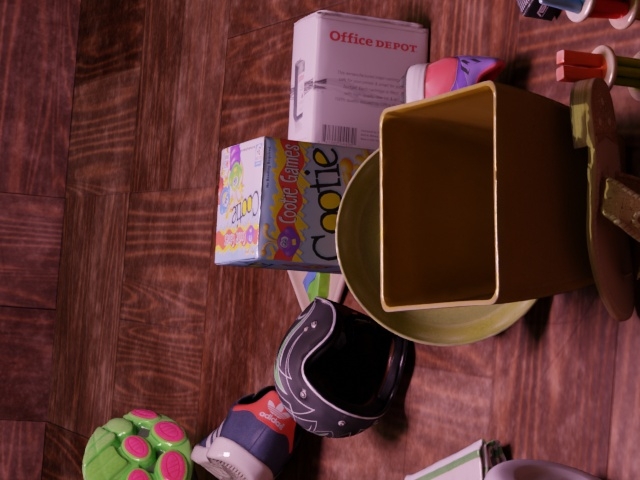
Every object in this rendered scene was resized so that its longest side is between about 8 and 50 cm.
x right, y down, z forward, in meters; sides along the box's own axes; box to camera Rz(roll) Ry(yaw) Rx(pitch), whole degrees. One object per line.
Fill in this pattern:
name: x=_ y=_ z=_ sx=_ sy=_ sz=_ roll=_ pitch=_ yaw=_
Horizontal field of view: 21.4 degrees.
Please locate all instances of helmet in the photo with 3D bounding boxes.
helmet: x=0.019 y=0.166 z=2.137 sx=0.161 sy=0.169 sz=0.169 roll=-67 pitch=24 yaw=0

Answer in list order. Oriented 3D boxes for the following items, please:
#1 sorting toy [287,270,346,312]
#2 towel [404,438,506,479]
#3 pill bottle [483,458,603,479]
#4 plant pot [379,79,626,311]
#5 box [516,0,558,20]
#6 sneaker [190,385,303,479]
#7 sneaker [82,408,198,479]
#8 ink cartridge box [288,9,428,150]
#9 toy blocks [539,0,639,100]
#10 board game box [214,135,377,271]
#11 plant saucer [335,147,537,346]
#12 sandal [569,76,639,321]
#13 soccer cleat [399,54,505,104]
sorting toy: x=0.000 y=0.000 z=2.371 sx=0.193 sy=0.038 sz=0.208 roll=-111 pitch=35 yaw=-47
towel: x=0.159 y=0.408 z=1.918 sx=0.248 sy=0.038 sz=0.325 roll=140 pitch=129 yaw=-60
pill bottle: x=0.206 y=0.361 z=1.673 sx=0.146 sy=0.146 sz=0.264 roll=-140 pitch=58 yaw=-63
plant pot: x=0.193 y=-0.035 z=1.715 sx=0.212 sy=0.187 sz=0.212 roll=-8 pitch=80 yaw=60
box: x=0.251 y=-0.371 z=1.855 sx=0.184 sy=0.045 sz=0.190 roll=121 pitch=147 yaw=-41
sneaker: x=-0.092 y=0.289 z=2.453 sx=0.148 sy=0.131 sz=0.350 roll=-54 pitch=4 yaw=-14
sneaker: x=-0.233 y=0.462 z=2.578 sx=0.202 sy=0.185 sz=0.483 roll=93 pitch=155 yaw=-48
ink cartridge box: x=0.046 y=-0.171 z=2.147 sx=0.092 sy=0.158 sz=0.218 roll=174 pitch=101 yaw=-67
toy blocks: x=0.267 y=-0.201 z=1.649 sx=0.054 sy=0.148 sz=0.123 roll=-124 pitch=45 yaw=-57
board game box: x=0.031 y=-0.033 z=2.003 sx=0.144 sy=0.275 sz=0.142 roll=172 pitch=102 yaw=-66
plant saucer: x=0.137 y=-0.005 z=1.848 sx=0.037 sy=0.241 sz=0.241 roll=32 pitch=-118 yaw=-84
sandal: x=0.300 y=-0.041 z=1.622 sx=0.079 sy=0.088 sz=0.240 roll=-8 pitch=96 yaw=32
soccer cleat: x=0.173 y=-0.052 z=1.909 sx=0.116 sy=0.108 sz=0.318 roll=-11 pitch=85 yaw=21
